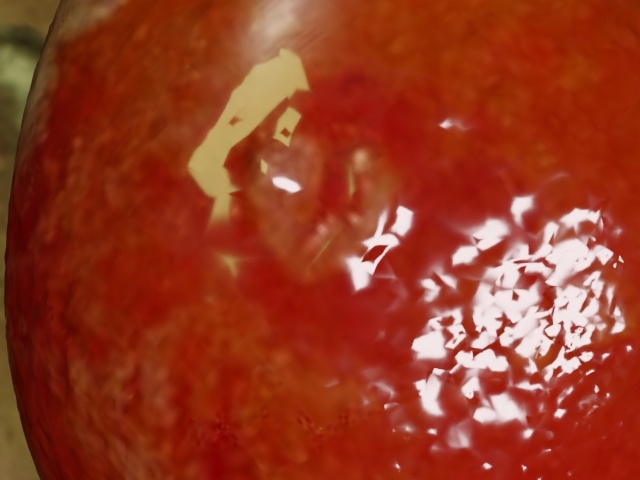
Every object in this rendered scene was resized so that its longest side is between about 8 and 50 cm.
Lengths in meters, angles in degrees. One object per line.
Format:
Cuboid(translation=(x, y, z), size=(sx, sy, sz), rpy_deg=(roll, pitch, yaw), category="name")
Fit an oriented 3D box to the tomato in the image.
Cuboid(translation=(0.000, -0.004, 0.503), size=(0.309, 0.170, 0.309), rpy_deg=(-7, 72, 21), category="tomato")
